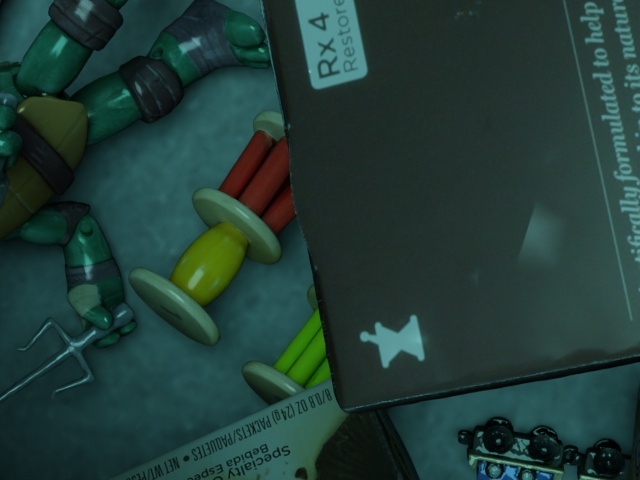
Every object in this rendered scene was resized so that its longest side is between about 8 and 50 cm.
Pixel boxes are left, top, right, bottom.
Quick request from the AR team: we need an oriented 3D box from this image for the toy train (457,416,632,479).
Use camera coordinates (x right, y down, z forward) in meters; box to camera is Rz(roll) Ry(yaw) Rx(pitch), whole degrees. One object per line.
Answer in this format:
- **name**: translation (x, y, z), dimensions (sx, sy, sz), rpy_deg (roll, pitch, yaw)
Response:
- **toy train**: translation (0.142, 0.116, 0.719), dimensions (0.158, 0.027, 0.036), rpy_deg (11, 97, 5)

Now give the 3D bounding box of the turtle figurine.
- **turtle figurine**: translation (-0.131, -0.038, 0.696), dimensions (0.118, 0.175, 0.234), rpy_deg (35, 80, 24)

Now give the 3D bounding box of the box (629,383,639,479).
- **box**: translation (0.189, 0.172, 0.653), dimensions (0.114, 0.103, 0.203), rpy_deg (4, 97, 5)

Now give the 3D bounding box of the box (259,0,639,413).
- **box**: translation (0.099, -0.030, 0.629), dimensions (0.167, 0.203, 0.169), rpy_deg (-12, 85, 19)

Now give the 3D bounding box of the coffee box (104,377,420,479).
- **coffee box**: translation (0.005, 0.227, 0.615), dimensions (0.168, 0.119, 0.297), rpy_deg (-25, 57, 2)

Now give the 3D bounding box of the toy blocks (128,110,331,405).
- **toy blocks**: translation (0.000, 0.000, 0.724), dimensions (0.123, 0.054, 0.148), rpy_deg (39, 73, -4)
